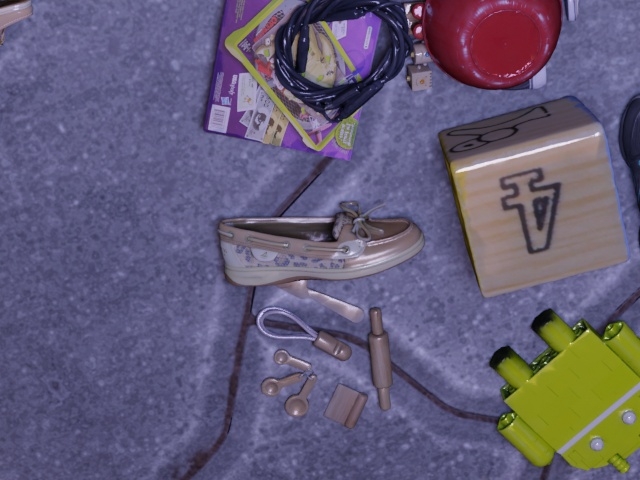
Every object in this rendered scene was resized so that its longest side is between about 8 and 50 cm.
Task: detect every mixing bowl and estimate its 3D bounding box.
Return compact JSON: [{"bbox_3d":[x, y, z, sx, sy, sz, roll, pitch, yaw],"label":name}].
[{"bbox_3d":[0.220,-0.258,1.428,0.181,0.098,0.181,-1,118,-1],"label":"mixing bowl"}]

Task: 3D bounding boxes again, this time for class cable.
[{"bbox_3d":[0.031,-0.252,1.492,0.184,0.047,0.150,-41,98,20],"label":"cable"}]

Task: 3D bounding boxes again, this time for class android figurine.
[{"bbox_3d":[0.384,0.232,1.696,0.248,0.056,0.273,-42,102,13],"label":"android figurine"}]

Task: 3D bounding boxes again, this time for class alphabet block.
[{"bbox_3d":[0.278,-0.062,1.525,0.197,0.192,0.193,-15,106,6],"label":"alphabet block"}]

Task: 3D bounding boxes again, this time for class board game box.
[{"bbox_3d":[-0.024,-0.292,1.524,0.208,0.056,0.346,13,109,0],"label":"board game box"}]

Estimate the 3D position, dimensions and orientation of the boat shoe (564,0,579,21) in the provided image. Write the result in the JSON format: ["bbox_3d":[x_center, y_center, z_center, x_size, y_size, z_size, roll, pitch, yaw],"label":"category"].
[{"bbox_3d":[0.337,-0.338,1.511,0.035,0.035,0.100,-3,102,5],"label":"boat shoe"}]

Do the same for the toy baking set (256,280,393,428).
[{"bbox_3d":[0.007,0.164,1.687,0.197,0.030,0.256,-2,109,1],"label":"toy baking set"}]

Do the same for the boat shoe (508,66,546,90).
[{"bbox_3d":[0.243,-0.303,1.505,0.076,0.080,0.228,-11,116,3],"label":"boat shoe"}]

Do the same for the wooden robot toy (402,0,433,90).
[{"bbox_3d":[0.150,-0.284,1.515,0.079,0.076,0.173,-8,109,-8],"label":"wooden robot toy"}]

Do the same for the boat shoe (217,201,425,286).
[{"bbox_3d":[0.000,0.000,1.592,0.285,0.104,0.089,-9,111,4],"label":"boat shoe"}]

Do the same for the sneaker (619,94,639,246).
[{"bbox_3d":[0.476,-0.071,1.564,0.101,0.106,0.267,-14,107,7],"label":"sneaker"}]

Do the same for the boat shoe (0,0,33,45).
[{"bbox_3d":[-0.449,-0.272,1.529,0.170,0.063,0.059,-18,111,16],"label":"boat shoe"}]
